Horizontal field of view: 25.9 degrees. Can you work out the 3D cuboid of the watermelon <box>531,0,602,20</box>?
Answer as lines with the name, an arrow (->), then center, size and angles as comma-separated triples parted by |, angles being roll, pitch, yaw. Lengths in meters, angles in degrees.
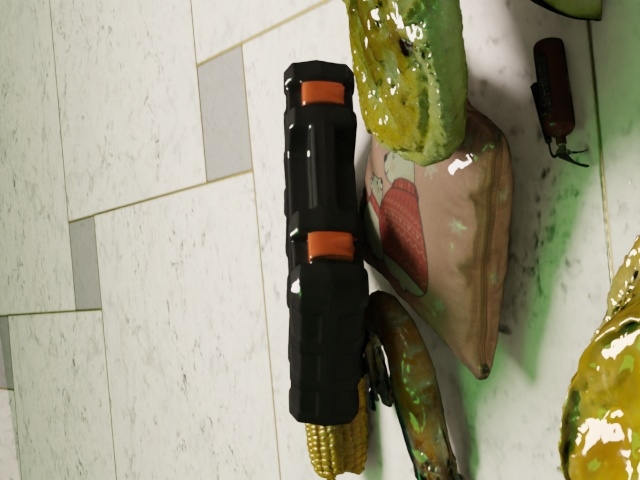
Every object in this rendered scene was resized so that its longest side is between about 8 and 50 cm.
watermelon -> 0.138, -0.260, 1.017 | 0.193, 0.137, 0.145 | 53, 169, -31

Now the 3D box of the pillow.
pillow -> 0.094, -0.029, 1.164 | 0.236, 0.084, 0.223 | -127, 35, -58

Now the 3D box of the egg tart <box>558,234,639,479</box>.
egg tart -> 0.246, 0.130, 0.835 | 0.341, 0.129, 0.341 | 10, 101, 63

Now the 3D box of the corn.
corn -> 0.012, 0.137, 1.384 | 0.068, 0.068, 0.207 | -8, 88, 64

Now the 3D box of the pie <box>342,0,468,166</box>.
pie -> 0.051, -0.188, 1.017 | 0.277, 0.078, 0.277 | 174, 90, -88

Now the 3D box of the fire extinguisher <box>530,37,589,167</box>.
fire extinguisher -> 0.173, -0.099, 1.052 | 0.046, 0.032, 0.100 | -24, 66, 52

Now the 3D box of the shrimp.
shrimp -> 0.073, 0.155, 1.269 | 0.152, 0.046, 0.219 | 139, 114, -68

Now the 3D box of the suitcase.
suitcase -> 0.001, 0.000, 1.252 | 0.206, 0.066, 0.286 | 93, 176, -50
